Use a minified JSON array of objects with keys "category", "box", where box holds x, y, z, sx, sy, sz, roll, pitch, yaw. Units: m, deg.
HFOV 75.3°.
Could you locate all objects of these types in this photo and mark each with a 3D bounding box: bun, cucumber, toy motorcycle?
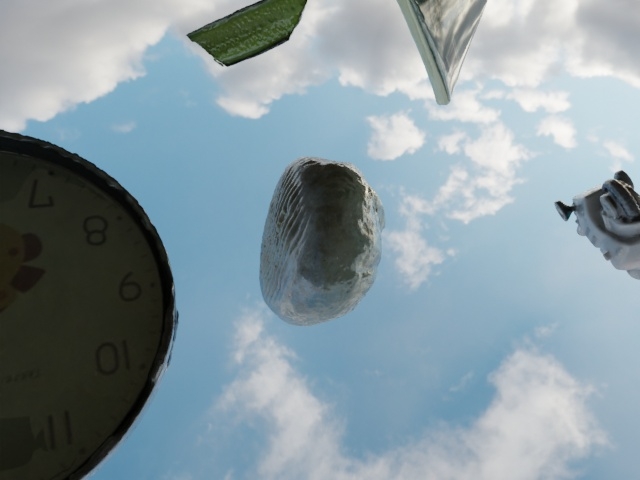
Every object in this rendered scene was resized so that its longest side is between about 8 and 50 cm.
[{"category":"bun","box":[0.000,0.000,0.855,0.211,0.362,0.362,7,-133,-23]},{"category":"cucumber","box":[-0.093,-0.334,0.651,0.220,0.070,0.046,-22,-160,7]},{"category":"toy motorcycle","box":[0.470,-0.015,0.655,0.110,0.260,0.171,-28,-100,20]}]

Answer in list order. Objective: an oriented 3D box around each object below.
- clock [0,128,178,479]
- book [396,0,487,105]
[{"category":"clock","box":[-0.267,0.056,0.307,0.312,0.061,0.313,9,-113,-20]},{"category":"book","box":[0.223,-0.453,0.659,0.031,0.264,0.379,14,-106,35]}]
